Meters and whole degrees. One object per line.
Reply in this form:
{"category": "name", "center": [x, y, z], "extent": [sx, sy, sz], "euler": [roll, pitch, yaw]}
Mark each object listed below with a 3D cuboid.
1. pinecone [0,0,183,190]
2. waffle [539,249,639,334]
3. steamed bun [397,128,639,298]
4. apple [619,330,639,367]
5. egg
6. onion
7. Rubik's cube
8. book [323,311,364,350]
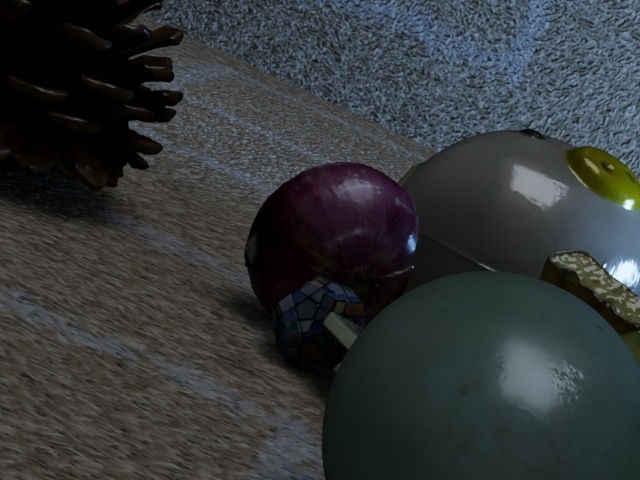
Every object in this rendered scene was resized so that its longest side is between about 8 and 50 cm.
{"category": "pinecone", "center": [-0.332, -0.256, 2.103], "extent": [0.384, 0.384, 0.384], "euler": [23, 12, -5]}
{"category": "waffle", "center": [0.322, 0.160, 1.879], "extent": [0.055, 0.221, 0.248], "euler": [-22, 49, -35]}
{"category": "steamed bun", "center": [0.259, 0.014, 2.212], "extent": [0.374, 0.334, 0.334], "euler": [19, 12, -46]}
{"category": "apple", "center": [0.264, 0.219, 1.701], "extent": [0.193, 0.120, 0.265], "euler": [6, 54, -19]}
{"category": "egg", "center": [0.139, 0.164, 1.416], "extent": [0.276, 0.276, 0.389], "euler": [24, 12, 1]}
{"category": "onion", "center": [0.004, 0.009, 1.986], "extent": [0.200, 0.207, 0.201], "euler": [19, 53, -26]}
{"category": "Rubik's cube", "center": [-0.001, 0.094, 1.881], "extent": [0.111, 0.111, 0.093], "euler": [31, -11, 27]}
{"category": "book", "center": [0.160, 0.187, 1.817], "extent": [0.310, 0.021, 0.217], "euler": [31, 6, -34]}
